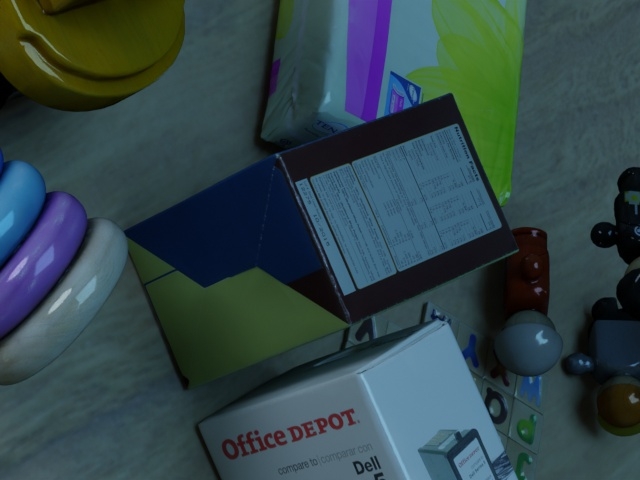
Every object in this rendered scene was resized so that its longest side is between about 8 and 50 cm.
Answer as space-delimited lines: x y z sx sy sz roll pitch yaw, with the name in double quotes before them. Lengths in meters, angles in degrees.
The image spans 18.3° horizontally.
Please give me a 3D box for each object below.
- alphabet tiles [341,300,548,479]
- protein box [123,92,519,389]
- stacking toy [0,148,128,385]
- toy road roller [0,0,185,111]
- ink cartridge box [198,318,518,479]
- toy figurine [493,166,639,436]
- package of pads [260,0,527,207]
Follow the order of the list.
"alphabet tiles" 0.103 0.154 1.697 0.237 0.009 0.198 32 55 -31
"protein box" 0.000 0.000 1.519 0.201 0.200 0.136 -21 88 -44
"stacking toy" -0.289 -0.053 1.327 0.330 0.141 0.141 43 50 -19
"toy road roller" -0.205 -0.251 1.395 0.202 0.240 0.329 -26 93 -46
"ink cartridge box" 0.052 0.220 1.489 0.115 0.198 0.273 -26 93 -44
"toy figurine" 0.277 0.063 1.752 0.209 0.213 0.148 36 41 -34
"package of pads" 0.075 -0.180 1.732 0.229 0.101 0.296 26 59 -34
